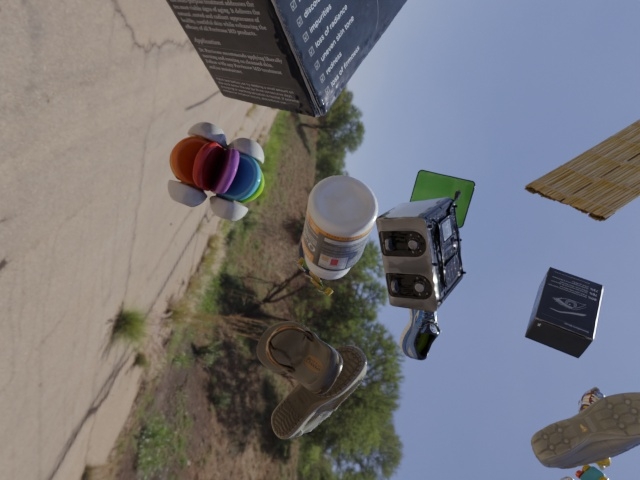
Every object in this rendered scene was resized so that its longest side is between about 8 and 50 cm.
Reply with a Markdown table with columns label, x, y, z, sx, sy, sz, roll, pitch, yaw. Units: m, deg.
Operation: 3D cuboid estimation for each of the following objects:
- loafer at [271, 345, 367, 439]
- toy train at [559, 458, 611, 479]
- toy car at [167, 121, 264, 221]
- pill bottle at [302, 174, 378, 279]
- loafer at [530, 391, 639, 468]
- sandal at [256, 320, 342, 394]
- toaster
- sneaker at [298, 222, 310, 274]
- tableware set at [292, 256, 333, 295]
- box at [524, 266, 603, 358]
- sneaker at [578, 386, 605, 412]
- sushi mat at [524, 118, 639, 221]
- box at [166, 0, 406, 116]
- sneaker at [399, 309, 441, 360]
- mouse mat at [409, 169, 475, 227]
| label | x | y | z | sx | sy | sz | roll | pitch | yaw |
| --- | --- | --- | --- | --- | --- | --- | --- | --- | --- |
| loafer | 0.004 | 0.343 | 1.057 | 0.268 | 0.092 | 0.102 | -42 | -125 | 6 |
| toy train | 0.658 | 0.559 | 1.163 | 0.125 | 0.046 | 0.166 | -13 | -156 | 37 |
| toy car | -0.186 | -0.128 | 0.851 | 0.136 | 0.181 | 0.159 | -176 | -74 | -73 |
| pill bottle | 0.037 | -0.019 | 1.145 | 0.279 | 0.162 | 0.162 | 104 | -3 | -60 |
| loafer | 0.659 | 0.450 | 1.091 | 0.319 | 0.111 | 0.112 | -29 | -143 | 20 |
| sandal | -0.048 | 0.169 | 0.707 | 0.090 | 0.060 | 0.219 | -61 | -153 | -9 |
| toaster | 0.186 | 0.015 | 0.839 | 0.185 | 0.110 | 0.168 | -30 | 114 | -52 |
| sneaker | 0.000 | 0.000 | 1.666 | 0.131 | 0.112 | 0.319 | 43 | -49 | 51 |
| tableware set | -0.016 | 0.108 | 1.405 | 0.024 | 0.154 | 0.104 | -45 | -156 | -16 |
| box | 0.695 | 0.203 | 1.329 | 0.207 | 0.153 | 0.108 | -53 | 155 | -34 |
| sneaker | 0.913 | 0.548 | 1.555 | 0.084 | 0.069 | 0.185 | -65 | 164 | 14 |
| sushi mat | 0.526 | -0.132 | 0.805 | 0.151 | 0.316 | 0.019 | 44 | -23 | 49 |
| box | -0.060 | -0.585 | 0.865 | 0.480 | 0.297 | 0.472 | -57 | 148 | -20 |
| sneaker | 0.404 | 0.296 | 1.749 | 0.147 | 0.129 | 0.331 | -160 | -100 | -71 |
| mouse mat | 0.381 | -0.134 | 1.478 | 0.007 | 0.189 | 0.153 | 4 | 103 | -62 |
